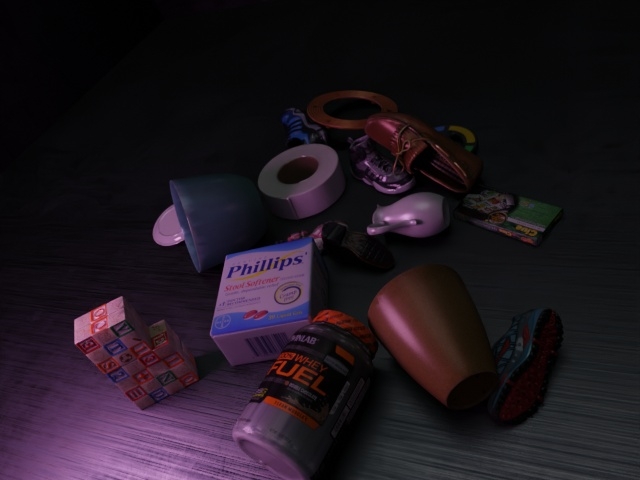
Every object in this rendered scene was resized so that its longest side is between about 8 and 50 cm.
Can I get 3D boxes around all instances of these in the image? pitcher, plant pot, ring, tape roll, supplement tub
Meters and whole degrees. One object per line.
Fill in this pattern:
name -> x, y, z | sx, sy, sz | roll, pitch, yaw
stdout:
pitcher -> 0.242, -0.058, 1.581 | 0.207, 0.125, 0.178 | -7, 19, 25
plant pot -> 0.259, 0.218, 1.208 | 0.237, 0.237, 0.254 | -26, 42, -3
ring -> 0.118, -0.481, 2.123 | 0.337, 0.032, 0.336 | -1, 38, 0
tape roll -> -0.062, -0.200, 1.907 | 0.286, 0.100, 0.286 | -13, 42, 11
plant pot -> -0.305, -0.075, 1.759 | 0.235, 0.293, 0.293 | -18, 38, -18
supplement tub -> -0.019, 0.329, 1.235 | 0.207, 0.207, 0.338 | 10, 51, 33

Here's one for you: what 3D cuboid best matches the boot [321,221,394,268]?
boot -> 0.100, 0.027, 1.610 | 0.219, 0.106, 0.082 | 29, 67, 7

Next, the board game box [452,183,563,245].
board game box -> 0.509, -0.076, 1.566 | 0.136, 0.030, 0.260 | -42, 44, -24

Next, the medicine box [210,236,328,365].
medicine box -> -0.125, 0.159, 1.512 | 0.264, 0.149, 0.289 | -12, 43, 13

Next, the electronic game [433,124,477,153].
electronic game -> 0.392, -0.302, 1.848 | 0.229, 0.048, 0.229 | -13, 42, 12

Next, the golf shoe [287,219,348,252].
golf shoe -> 0.000, 0.000, 1.702 | 0.186, 0.067, 0.086 | -21, 70, -1

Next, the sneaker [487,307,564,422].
sneaker -> 0.417, 0.265, 1.211 | 0.261, 0.104, 0.125 | -56, 17, -19

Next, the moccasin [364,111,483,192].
moccasin -> 0.293, -0.260, 1.704 | 0.380, 0.139, 0.147 | 36, 53, 9

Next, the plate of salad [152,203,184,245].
plate of salad -> -0.496, -0.058, 1.995 | 0.200, 0.048, 0.199 | -14, 50, 18

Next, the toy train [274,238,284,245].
toy train -> -0.130, 0.055, 1.719 | 0.036, 0.027, 0.158 | -14, 41, 16

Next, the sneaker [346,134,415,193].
sneaker -> 0.179, -0.248, 1.806 | 0.101, 0.153, 0.269 | -42, 44, -20

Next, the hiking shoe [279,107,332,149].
hiking shoe -> -0.089, -0.405, 2.129 | 0.132, 0.113, 0.304 | -34, 42, -13

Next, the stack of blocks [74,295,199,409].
stack of blocks -> -0.450, 0.276, 1.421 | 0.171, 0.297, 0.087 | -27, 40, -3
